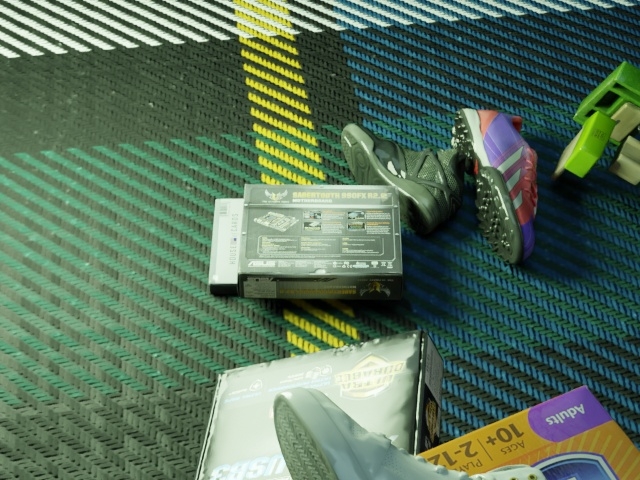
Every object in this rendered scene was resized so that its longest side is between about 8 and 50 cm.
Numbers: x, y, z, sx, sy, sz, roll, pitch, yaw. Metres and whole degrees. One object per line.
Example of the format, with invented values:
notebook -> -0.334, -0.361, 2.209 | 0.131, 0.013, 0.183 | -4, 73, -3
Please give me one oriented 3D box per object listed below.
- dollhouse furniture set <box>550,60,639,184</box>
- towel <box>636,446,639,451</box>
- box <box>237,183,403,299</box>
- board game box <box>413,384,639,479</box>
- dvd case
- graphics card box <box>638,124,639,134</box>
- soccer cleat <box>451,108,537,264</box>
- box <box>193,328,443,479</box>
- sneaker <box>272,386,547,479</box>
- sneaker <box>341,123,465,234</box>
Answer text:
dollhouse furniture set -> 0.527, -0.101, 1.901 | 0.301, 0.151, 0.197 | 30, 65, -1
towel -> 0.389, 0.310, 1.510 | 0.067, 0.029, 0.119 | 24, 49, 21
box -> 0.000, 0.000, 1.763 | 0.231, 0.056, 0.183 | 0, 45, 0
board game box -> 0.179, 0.428, 1.160 | 0.356, 0.356, 0.356 | -19, 48, -19
dvd case -> -0.040, 0.006, 1.817 | 0.238, 0.029, 0.179 | 0, 45, 0
graphics card box -> 0.673, -0.103, 1.801 | 0.371, 0.094, 0.233 | -9, 72, -17
soccer cleat -> 0.287, -0.092, 1.866 | 0.116, 0.108, 0.318 | -3, 42, -9
box -> -0.006, 0.260, 1.458 | 0.295, 0.073, 0.293 | -13, 40, 22
sneaker -> 0.095, 0.219, 1.051 | 0.169, 0.108, 0.292 | -25, 59, -25
sneaker -> 0.136, -0.112, 1.900 | 0.130, 0.087, 0.227 | -29, 55, -29
